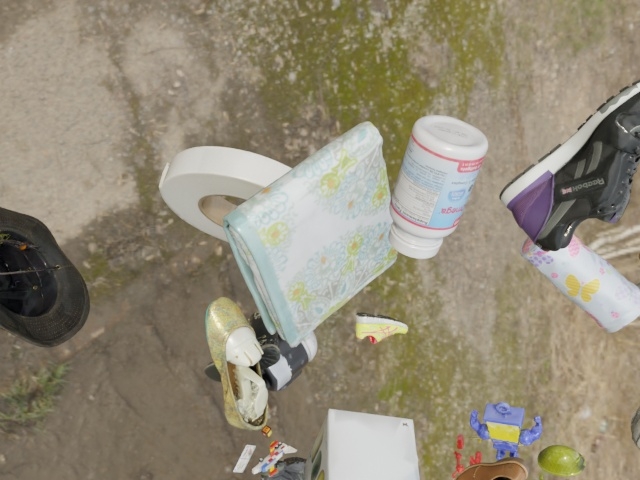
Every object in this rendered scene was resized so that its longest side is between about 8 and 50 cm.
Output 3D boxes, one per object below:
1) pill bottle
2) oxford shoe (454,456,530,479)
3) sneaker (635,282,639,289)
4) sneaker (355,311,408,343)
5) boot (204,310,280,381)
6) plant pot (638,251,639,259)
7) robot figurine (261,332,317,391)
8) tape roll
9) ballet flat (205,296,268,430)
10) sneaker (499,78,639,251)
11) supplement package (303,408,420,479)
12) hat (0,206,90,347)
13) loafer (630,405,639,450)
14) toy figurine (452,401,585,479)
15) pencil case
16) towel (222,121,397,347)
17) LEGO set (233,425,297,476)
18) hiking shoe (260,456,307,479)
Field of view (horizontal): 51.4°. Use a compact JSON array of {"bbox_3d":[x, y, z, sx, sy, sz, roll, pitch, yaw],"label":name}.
[{"bbox_3d":[0.132,-0.060,0.788,0.087,0.087,0.160,-36,148,-46],"label":"pill bottle"},{"bbox_3d":[0.373,0.555,1.517,0.076,0.212,0.076,52,40,4],"label":"oxford shoe"},{"bbox_3d":[0.842,0.146,1.681,0.076,0.065,0.166,57,25,5],"label":"sneaker"},{"bbox_3d":[0.195,0.293,2.177,0.209,0.081,0.094,12,90,-29],"label":"sneaker"},{"bbox_3d":[-0.212,0.301,1.903,0.085,0.237,0.178,56,22,-31],"label":"boot"},{"bbox_3d":[0.872,0.008,1.529,0.212,0.187,0.212,40,61,-1],"label":"plant pot"},{"bbox_3d":[-0.140,0.369,2.135,0.278,0.173,0.209,-37,164,-29],"label":"robot figurine"},{"bbox_3d":[-0.172,-0.083,1.531,0.392,0.392,0.071,39,58,-45],"label":"tape roll"},{"bbox_3d":[-0.180,0.295,1.548,0.123,0.123,0.348,-32,124,-48],"label":"ballet flat"},{"bbox_3d":[0.380,-0.093,0.870,0.107,0.283,0.124,-7,60,-46],"label":"sneaker"},{"bbox_3d":[0.082,0.537,1.476,0.199,0.198,0.262,-90,-167,-47],"label":"supplement package"},{"bbox_3d":[-0.644,0.092,1.355,0.331,0.134,0.331,47,21,-25],"label":"hat"},{"bbox_3d":[0.855,0.376,1.626,0.111,0.112,0.319,-95,-154,-66],"label":"loafer"},{"bbox_3d":[0.541,0.556,1.864,0.191,0.363,0.217,-44,130,-51],"label":"toy figurine"},{"bbox_3d":[0.557,0.070,1.411,0.273,0.113,0.124,40,38,-2],"label":"pencil case"},{"bbox_3d":[0.000,0.000,1.250,0.321,0.090,0.374,-40,142,-21],"label":"towel"},{"bbox_3d":[-0.163,0.611,1.754,0.244,0.060,0.182,-63,149,-7],"label":"LEGO set"},{"bbox_3d":[-0.088,0.703,1.957,0.227,0.086,0.114,13,79,-38],"label":"hiking shoe"}]
